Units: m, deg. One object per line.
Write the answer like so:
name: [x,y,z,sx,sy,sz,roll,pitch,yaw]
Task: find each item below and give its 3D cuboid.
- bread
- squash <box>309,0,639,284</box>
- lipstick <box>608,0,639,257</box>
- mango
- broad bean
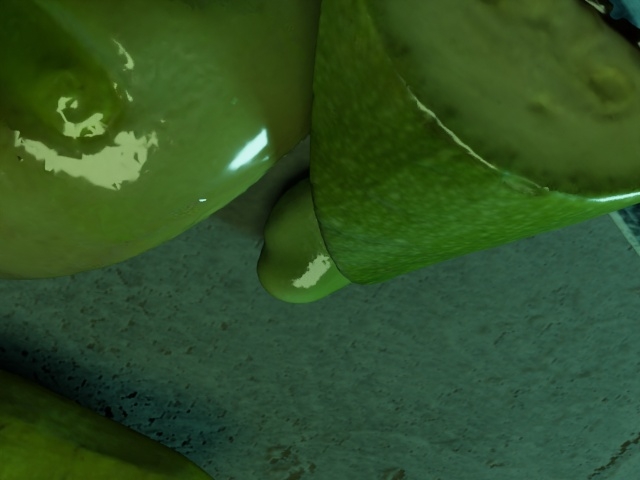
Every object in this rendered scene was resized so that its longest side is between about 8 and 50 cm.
bread: [-0.081,-0.087,0.554,0.261,0.156,0.158,-44,130,-8]
squash: [0.025,-0.039,0.580,0.169,0.093,0.252,35,160,-15]
lipstick: [0.134,-0.077,0.608,0.077,0.076,0.289,-17,131,32]
mango: [-0.233,0.161,0.869,0.332,0.142,0.195,22,141,-20]
broad bean: [0.000,0.000,0.736,0.063,0.045,0.083,32,126,-10]
